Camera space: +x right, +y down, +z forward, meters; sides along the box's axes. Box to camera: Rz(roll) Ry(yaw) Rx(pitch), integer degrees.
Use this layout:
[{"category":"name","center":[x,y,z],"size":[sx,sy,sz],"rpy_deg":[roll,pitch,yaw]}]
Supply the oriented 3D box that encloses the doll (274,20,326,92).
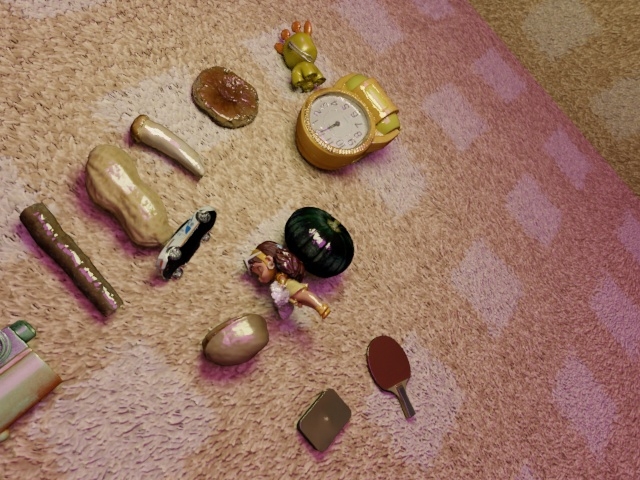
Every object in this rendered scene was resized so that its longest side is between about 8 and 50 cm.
[{"category":"doll","center":[-0.068,-0.589,1.395],"size":[0.135,0.143,0.220],"rpy_deg":[-4,74,-60]}]

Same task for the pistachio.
[{"category":"pistachio","center":[-0.186,0.219,0.964],"size":[0.149,0.113,0.113],"rpy_deg":[-14,76,-34]}]

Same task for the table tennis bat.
[{"category":"table tennis bat","center":[0.195,0.360,1.163],"size":[0.130,0.019,0.220],"rpy_deg":[-14,74,-33]}]

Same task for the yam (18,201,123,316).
[{"category":"yam","center":[-0.508,0.040,0.899],"size":[0.274,0.061,0.061],"rpy_deg":[50,54,-1]}]

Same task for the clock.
[{"category":"clock","center":[0.070,-0.343,1.321],"size":[0.317,0.200,0.244],"rpy_deg":[-35,84,-27]}]

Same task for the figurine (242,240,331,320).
[{"category":"figurine","center":[-0.080,0.101,1.038],"size":[0.116,0.174,0.240],"rpy_deg":[-35,66,-12]}]

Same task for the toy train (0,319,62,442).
[{"category":"toy train","center":[-0.587,0.270,0.727],"size":[0.177,0.116,0.285],"rpy_deg":[53,53,-13]}]

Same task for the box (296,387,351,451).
[{"category":"box","center":[0.008,0.419,1.025],"size":[0.091,0.031,0.126],"rpy_deg":[49,54,-1]}]

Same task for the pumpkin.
[{"category":"pumpkin","center":[0.000,0.000,1.130],"size":[0.202,0.140,0.202],"rpy_deg":[35,27,-21]}]

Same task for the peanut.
[{"category":"peanut","center":[-0.432,-0.094,0.971],"size":[0.124,0.123,0.256],"rpy_deg":[-34,90,-35]}]

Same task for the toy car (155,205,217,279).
[{"category":"toy car","center":[-0.306,0.001,1.009],"size":[0.056,0.095,0.204],"rpy_deg":[25,56,5]}]

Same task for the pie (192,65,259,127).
[{"category":"pie","center":[-0.268,-0.404,1.243],"size":[0.195,0.046,0.195],"rpy_deg":[11,64,-24]}]

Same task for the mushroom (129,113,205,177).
[{"category":"mushroom","center":[-0.374,-0.233,1.090],"size":[0.209,0.084,0.071],"rpy_deg":[34,77,-15]}]
